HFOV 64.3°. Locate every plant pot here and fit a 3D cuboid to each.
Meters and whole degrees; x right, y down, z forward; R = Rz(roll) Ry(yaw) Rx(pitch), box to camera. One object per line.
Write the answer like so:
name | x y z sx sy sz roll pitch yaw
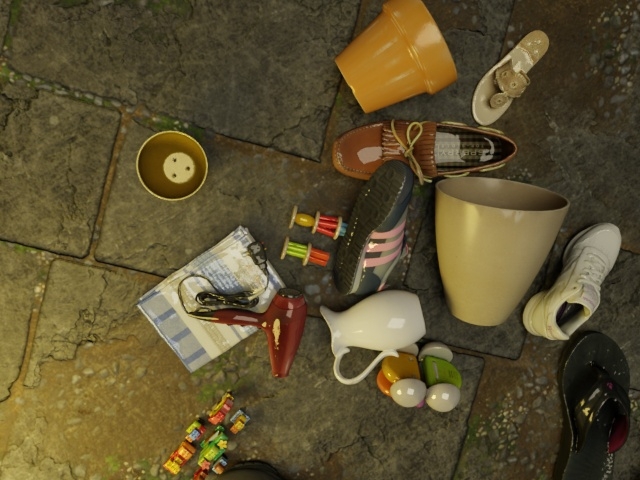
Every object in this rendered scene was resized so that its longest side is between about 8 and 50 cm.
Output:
plant pot | 0.140 -0.358 1.021 0.188 0.205 0.205 -30 98 12
plant pot | 0.352 0.029 1.064 0.257 0.256 0.273 1 111 -7
plant pot | -0.292 -0.148 1.028 0.135 0.095 0.134 -1 95 -7

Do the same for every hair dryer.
hair dryer | -0.137 0.158 1.070 0.224 0.080 0.293 -31 96 15

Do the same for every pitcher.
pitcher | 0.117 0.200 1.073 0.207 0.125 0.177 -13 73 6

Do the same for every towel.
towel | -0.221 0.128 1.095 0.285 0.034 0.209 -35 100 -1

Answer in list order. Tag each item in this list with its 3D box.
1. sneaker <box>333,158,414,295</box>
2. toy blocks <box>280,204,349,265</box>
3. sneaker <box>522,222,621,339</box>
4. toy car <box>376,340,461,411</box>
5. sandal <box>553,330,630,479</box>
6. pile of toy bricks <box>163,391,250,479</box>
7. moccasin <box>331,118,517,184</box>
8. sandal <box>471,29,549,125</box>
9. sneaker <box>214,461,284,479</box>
sneaker | 0.134 -0.021 1.046 0.131 0.112 0.318 3 128 -28
toy blocks | 0.000 0.000 1.097 0.148 0.054 0.123 14 93 -8
sneaker | 0.587 0.098 1.127 0.114 0.152 0.305 34 89 -6
toy car | 0.213 0.309 1.119 0.182 0.159 0.136 10 129 -8
sandal | 0.653 0.435 1.187 0.168 0.107 0.444 0 95 -7
pile of toy bricks | -0.235 0.443 1.084 0.118 0.105 0.212 43 89 -9
moccasin | 0.215 -0.183 1.058 0.381 0.147 0.139 4 95 -7
sandal | 0.419 -0.360 1.100 0.088 0.079 0.240 37 90 -8
sneaker | -0.097 0.574 1.102 0.287 0.130 0.108 18 95 -7
